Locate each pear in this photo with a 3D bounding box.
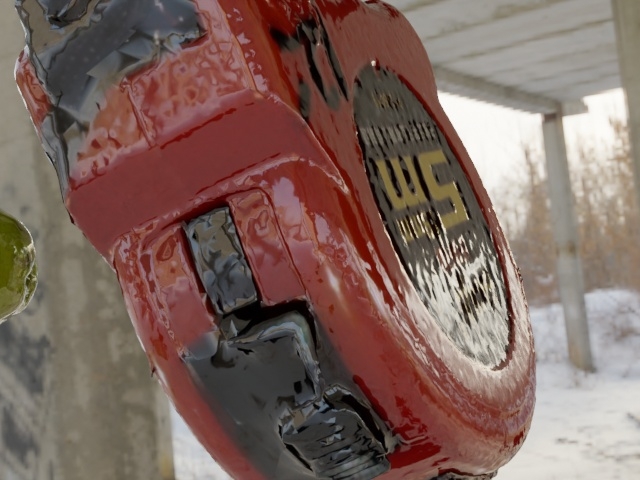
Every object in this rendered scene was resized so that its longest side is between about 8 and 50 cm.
[{"bbox_3d":[-0.243,0.017,0.646,0.131,0.107,0.107,0,-5,-2],"label":"pear"}]

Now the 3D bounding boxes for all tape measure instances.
[{"bbox_3d":[0.000,0.000,0.473,0.114,0.260,0.253,-23,-3,24],"label":"tape measure"}]
